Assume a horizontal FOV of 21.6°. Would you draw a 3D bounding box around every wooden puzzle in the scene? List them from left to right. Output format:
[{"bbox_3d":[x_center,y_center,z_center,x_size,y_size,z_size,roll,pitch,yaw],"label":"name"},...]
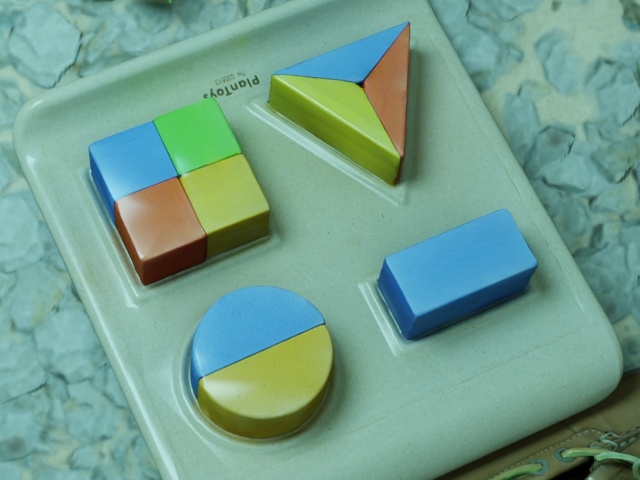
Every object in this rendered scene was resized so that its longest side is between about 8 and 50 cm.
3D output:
[{"bbox_3d":[0.000,0.000,1.128,0.322,0.080,0.348,-22,75,-14],"label":"wooden puzzle"}]

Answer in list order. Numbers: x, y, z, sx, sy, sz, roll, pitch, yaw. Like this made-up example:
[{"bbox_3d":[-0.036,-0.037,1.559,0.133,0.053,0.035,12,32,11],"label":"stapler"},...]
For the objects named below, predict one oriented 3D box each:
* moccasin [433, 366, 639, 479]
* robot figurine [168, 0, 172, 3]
[{"bbox_3d":[0.189,0.179,1.161,0.380,0.147,0.139,-10,122,-15],"label":"moccasin"},{"bbox_3d":[-0.137,-0.214,1.150,0.115,0.067,0.101,35,108,-11],"label":"robot figurine"}]
